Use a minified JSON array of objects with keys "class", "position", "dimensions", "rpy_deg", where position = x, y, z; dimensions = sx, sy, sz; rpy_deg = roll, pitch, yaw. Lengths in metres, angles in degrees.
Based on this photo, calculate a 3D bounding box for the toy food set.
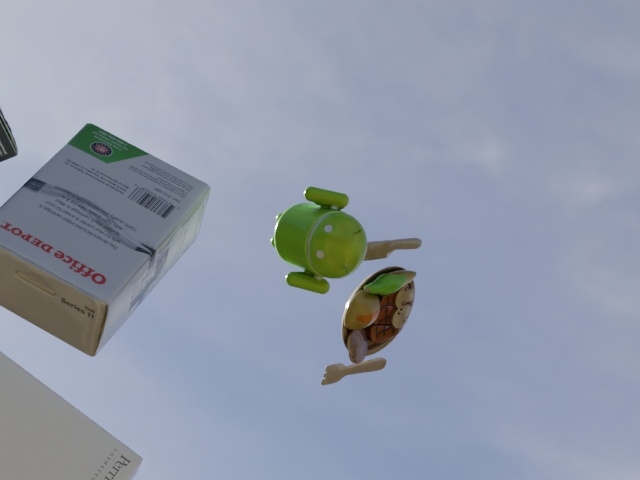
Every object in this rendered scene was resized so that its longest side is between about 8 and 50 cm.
[{"class":"toy food set","position":[0.074,0.092,1.875],"dimensions":[0.132,0.192,0.038],"rpy_deg":[-8,30,-44]}]

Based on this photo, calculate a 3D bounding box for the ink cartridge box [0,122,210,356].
[{"class":"ink cartridge box","position":[-0.228,-0.004,1.519],"dimensions":[0.153,0.208,0.087],"rpy_deg":[29,-46,9]}]

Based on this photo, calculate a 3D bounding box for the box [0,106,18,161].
[{"class":"box","position":[-0.448,-0.134,1.625],"dimensions":[0.207,0.153,0.108],"rpy_deg":[-24,-36,-7]}]

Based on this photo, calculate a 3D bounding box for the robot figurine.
[{"class":"robot figurine","position":[0.000,0.000,1.504],"dimensions":[0.067,0.101,0.115],"rpy_deg":[12,3,-38]}]

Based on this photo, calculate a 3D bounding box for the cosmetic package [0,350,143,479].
[{"class":"cosmetic package","position":[-0.424,0.248,1.909],"dimensions":[0.366,0.197,0.155],"rpy_deg":[35,-19,1]}]
